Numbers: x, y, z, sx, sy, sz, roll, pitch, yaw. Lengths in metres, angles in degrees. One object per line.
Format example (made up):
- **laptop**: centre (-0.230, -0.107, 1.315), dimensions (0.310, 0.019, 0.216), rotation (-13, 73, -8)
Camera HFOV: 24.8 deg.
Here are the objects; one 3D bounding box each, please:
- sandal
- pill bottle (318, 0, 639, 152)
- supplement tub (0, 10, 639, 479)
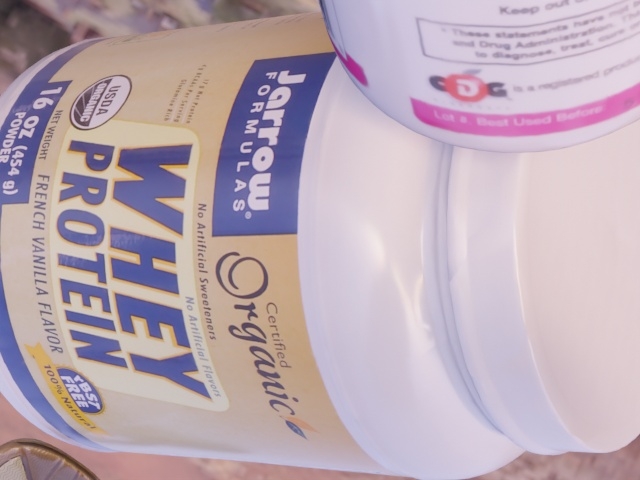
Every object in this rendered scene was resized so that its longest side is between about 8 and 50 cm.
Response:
- **sandal**: centre (-0.126, 0.160, 0.788), dimensions (0.180, 0.072, 0.049), rotation (45, -175, -40)
- **pill bottle**: centre (0.056, -0.171, 0.465), dimensions (0.160, 0.160, 0.283), rotation (23, 155, 25)
- **supplement tub**: centre (0.000, 0.000, 0.728), dimensions (0.316, 0.228, 0.228), rotation (-2, 157, 34)
